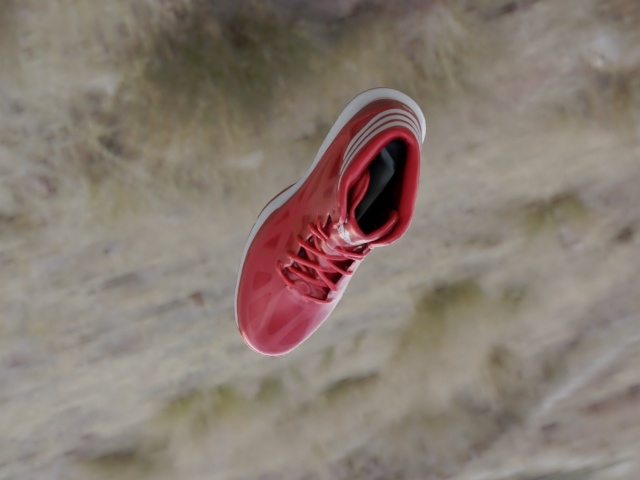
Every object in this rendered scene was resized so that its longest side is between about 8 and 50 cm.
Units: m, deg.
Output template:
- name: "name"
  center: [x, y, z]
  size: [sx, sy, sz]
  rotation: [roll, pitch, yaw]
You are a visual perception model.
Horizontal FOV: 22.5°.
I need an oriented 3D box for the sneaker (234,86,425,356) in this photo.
- name: "sneaker"
  center: [0.000, 0.000, 1.126]
  size: [0.128, 0.087, 0.221]
  rotation: [-85, -160, -73]
